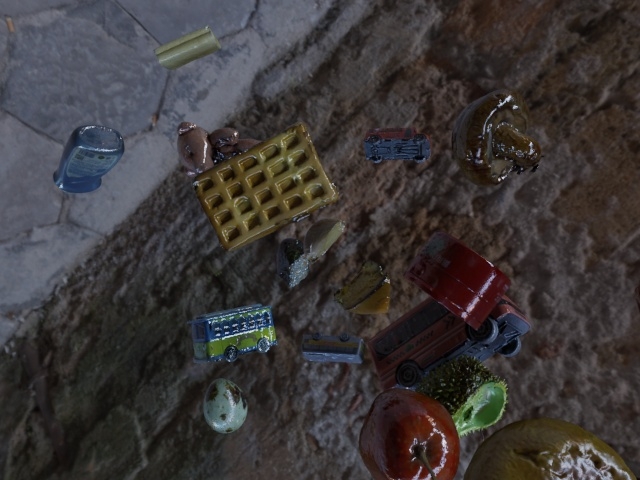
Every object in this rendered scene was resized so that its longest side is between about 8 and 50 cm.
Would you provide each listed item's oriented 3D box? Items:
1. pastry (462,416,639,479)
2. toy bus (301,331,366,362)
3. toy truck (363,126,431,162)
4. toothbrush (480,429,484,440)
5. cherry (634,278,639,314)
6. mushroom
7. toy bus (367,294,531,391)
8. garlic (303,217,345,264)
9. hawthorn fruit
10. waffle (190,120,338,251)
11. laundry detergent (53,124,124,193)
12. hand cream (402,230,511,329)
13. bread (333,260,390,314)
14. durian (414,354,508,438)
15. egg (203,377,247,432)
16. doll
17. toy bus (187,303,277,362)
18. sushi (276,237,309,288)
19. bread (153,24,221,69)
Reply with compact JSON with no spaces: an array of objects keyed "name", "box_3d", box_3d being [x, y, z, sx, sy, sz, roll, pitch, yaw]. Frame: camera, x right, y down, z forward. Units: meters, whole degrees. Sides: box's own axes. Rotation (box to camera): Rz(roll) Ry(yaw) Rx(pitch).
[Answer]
[{"name":"pastry","box_3d":[0.415,0.493,0.909,0.355,0.356,0.164,-29,171,-19]},{"name":"toy bus","box_3d":[0.036,0.316,1.502,0.190,0.075,0.064,-3,139,21]},{"name":"toy truck","box_3d":[0.298,-0.373,1.977,0.252,0.114,0.108,1,138,14]},{"name":"toothbrush","box_3d":[0.435,0.512,1.406,0.006,0.008,0.097,-54,-172,18]},{"name":"cherry","box_3d":[0.801,0.101,0.965,0.327,0.334,0.291,-61,145,-6]},{"name":"mushroom","box_3d":[0.499,-0.283,1.470,0.283,0.195,0.263,32,89,-18]},{"name":"toy bus","box_3d":[0.357,0.276,1.471,0.427,0.233,0.203,-40,137,20]},{"name":"garlic","box_3d":[-0.004,-0.009,1.869,0.196,0.101,0.087,-48,132,-18]},{"name":"hawthorn fruit","box_3d":[0.132,0.292,0.735,0.162,0.163,0.203,-34,163,-12]},{"name":"waffle","box_3d":[-0.139,-0.129,1.290,0.327,0.224,0.098,-26,-176,7]},{"name":"laundry detergent","box_3d":[-0.464,-0.147,1.009,0.096,0.061,0.206,-3,158,-45]},{"name":"hand cream","box_3d":[0.325,0.092,1.228,0.149,0.230,0.230,-51,146,2]},{"name":"bread","box_3d":[0.147,0.155,1.712,0.169,0.140,0.160,3,115,-31]},{"name":"durian","box_3d":[0.345,0.400,1.300,0.236,0.177,0.200,-33,141,-4]},{"name":"egg","box_3d":[-0.372,0.636,1.989,0.169,0.169,0.231,-23,117,-26]},{"name":"doll","box_3d":[-0.290,-0.241,1.534,0.201,0.303,0.156,88,15,-50]},{"name":"toy bus","box_3d":[-0.337,0.361,1.989,0.312,0.191,0.152,-7,175,-39]},{"name":"sushi","box_3d":[-0.117,0.096,2.254,0.136,0.126,0.225,-34,147,-31]},{"name":"bread","box_3d":[-0.391,-0.566,1.520,0.178,0.060,0.139,-23,-170,1]}]
